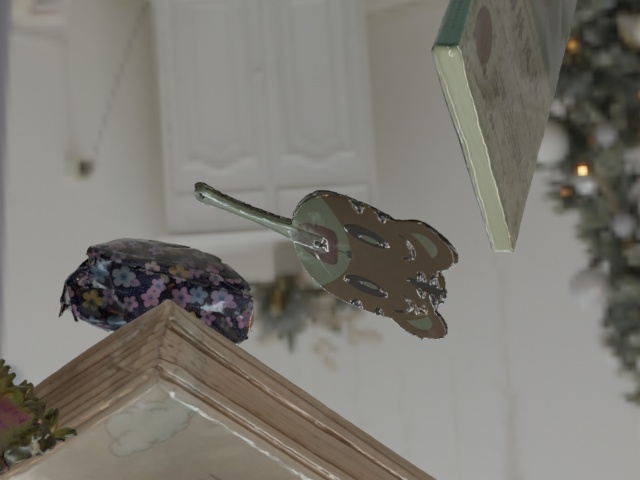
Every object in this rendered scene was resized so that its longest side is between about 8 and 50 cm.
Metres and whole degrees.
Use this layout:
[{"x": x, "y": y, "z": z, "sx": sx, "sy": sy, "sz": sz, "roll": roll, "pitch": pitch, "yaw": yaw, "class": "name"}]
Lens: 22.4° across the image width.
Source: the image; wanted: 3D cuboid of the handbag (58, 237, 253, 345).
[{"x": -0.185, "y": 0.065, "z": 1.881, "sx": 0.229, "sy": 0.126, "sz": 0.208, "roll": 10, "pitch": 179, "yaw": -11, "class": "handbag"}]

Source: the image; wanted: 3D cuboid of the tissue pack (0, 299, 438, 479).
[{"x": -0.024, "y": 0.170, "z": 0.961, "sx": 0.325, "sy": 0.071, "sz": 0.170, "roll": 36, "pitch": 132, "yaw": -29, "class": "tissue pack"}]

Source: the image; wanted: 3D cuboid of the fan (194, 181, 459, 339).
[{"x": 0.000, "y": 0.000, "z": 1.232, "sx": 0.227, "sy": 0.008, "sz": 0.152, "roll": 23, "pitch": 149, "yaw": 17, "class": "fan"}]

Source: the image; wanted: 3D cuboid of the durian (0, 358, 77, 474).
[{"x": -0.196, "y": 0.063, "z": 0.591, "sx": 0.187, "sy": 0.108, "sz": 0.119, "roll": -21, "pitch": 174, "yaw": -25, "class": "durian"}]

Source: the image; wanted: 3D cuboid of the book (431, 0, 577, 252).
[{"x": 0.180, "y": -0.214, "z": 1.484, "sx": 0.031, "sy": 0.379, "sz": 0.264, "roll": 3, "pitch": 142, "yaw": 22, "class": "book"}]
